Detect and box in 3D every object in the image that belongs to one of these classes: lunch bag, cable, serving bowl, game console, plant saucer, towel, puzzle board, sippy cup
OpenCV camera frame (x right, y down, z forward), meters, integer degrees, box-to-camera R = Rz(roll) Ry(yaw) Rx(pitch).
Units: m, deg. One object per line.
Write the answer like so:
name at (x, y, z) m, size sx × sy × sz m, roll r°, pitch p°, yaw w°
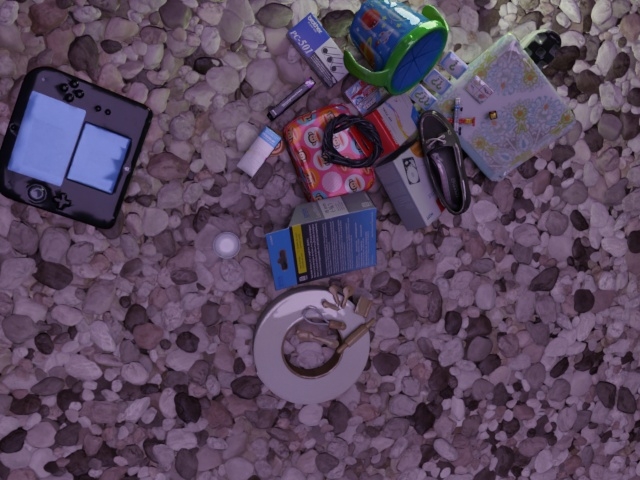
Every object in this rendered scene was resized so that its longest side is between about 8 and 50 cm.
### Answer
lunch bag at (0.042, -0.267, 1.560) m, size 0.258 × 0.120 × 0.293 m, roll -22°, pitch 101°, yaw -8°
cable at (0.098, -0.288, 1.481) m, size 0.184 × 0.047 × 0.151 m, roll 10°, pitch 103°, yaw -6°
serving bowl at (-0.293, 0.014, 1.581) m, size 0.083 × 0.027 × 0.084 m, roll -2°, pitch 98°, yaw -11°
game console at (-0.705, -0.261, 1.446) m, size 0.341 × 0.060 × 0.387 m, roll 20°, pitch 94°, yaw -13°
plant saucer at (-0.147, -0.303, 1.572) m, size 0.083 × 0.013 × 0.084 m, roll -2°, pitch 98°, yaw -12°
towel at (0.569, -0.402, 1.597) m, size 0.320 × 0.090 × 0.374 m, roll -39°, pitch 108°, yaw 25°
puzzle board at (0.153, -0.473, 1.608) m, size 0.128 × 0.011 × 0.096 m, roll -41°, pitch 103°, yaw -2°
sippy cup at (0.212, -0.589, 1.485) m, size 0.224 × 0.305 × 0.240 m, roll 50°, pitch 126°, yaw 17°

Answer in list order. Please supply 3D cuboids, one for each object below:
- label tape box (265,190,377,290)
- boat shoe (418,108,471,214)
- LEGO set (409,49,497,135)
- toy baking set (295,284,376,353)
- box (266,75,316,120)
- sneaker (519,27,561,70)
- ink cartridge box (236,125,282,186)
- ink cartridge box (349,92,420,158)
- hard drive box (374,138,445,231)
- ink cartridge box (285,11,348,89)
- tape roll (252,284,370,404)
label tape box at (0.000, 0.000, 1.545) m, size 0.333 × 0.106 × 0.241 m, roll -13°, pitch 132°, yaw -9°
boat shoe at (0.379, -0.237, 1.536) m, size 0.112 × 0.095 × 0.336 m, roll -17°, pitch 98°, yaw 22°
LEGO set at (0.414, -0.418, 1.530) m, size 0.244 × 0.060 × 0.182 m, roll 40°, pitch 122°, yaw -9°
toy baking set at (0.051, 0.256, 1.613) m, size 0.256 × 0.030 × 0.197 m, roll -44°, pitch 98°, yaw -10°
box at (-0.089, -0.421, 1.514) m, size 0.162 × 0.116 × 0.029 m, roll -42°, pitch 102°, yaw -3°
sneaker at (0.616, -0.538, 1.643) m, size 0.122 × 0.146 × 0.330 m, roll 37°, pitch 115°, yaw -19°
ink cartridge box at (-0.191, -0.252, 1.515) m, size 0.061 × 0.104 × 0.181 m, roll 37°, pitch 99°, yaw -9°
ink cartridge box at (0.204, -0.350, 1.547) m, size 0.134 × 0.078 × 0.231 m, roll 54°, pitch 54°, yaw -13°
hard drive box at (0.298, -0.176, 1.599) m, size 0.181 × 0.089 × 0.232 m, roll -41°, pitch 107°, yaw -37°
ink cartridge box at (-0.002, -0.575, 1.544) m, size 0.097 × 0.046 × 0.207 m, roll -43°, pitch 103°, yaw -4°
tape roll at (-0.031, 0.342, 1.659) m, size 0.391 × 0.072 × 0.393 m, roll -2°, pitch 98°, yaw -12°
